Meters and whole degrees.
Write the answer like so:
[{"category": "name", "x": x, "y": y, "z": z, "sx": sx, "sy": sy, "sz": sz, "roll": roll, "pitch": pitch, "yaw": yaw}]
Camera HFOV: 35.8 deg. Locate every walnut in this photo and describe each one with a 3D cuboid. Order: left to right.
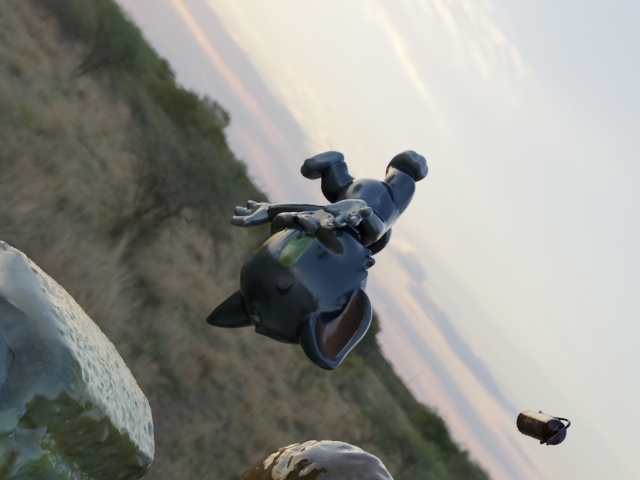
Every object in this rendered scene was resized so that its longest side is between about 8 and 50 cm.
[{"category": "walnut", "x": -0.006, "y": 0.316, "z": 1.067, "sx": 0.213, "sy": 0.213, "sz": 0.213, "roll": 53, "pitch": -2, "yaw": 3}]

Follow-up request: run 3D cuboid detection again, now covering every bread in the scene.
[{"category": "bread", "x": -0.328, "y": 0.147, "z": 0.860, "sx": 0.239, "sy": 0.395, "sz": 0.264, "roll": 43, "pitch": -35, "yaw": 27}]

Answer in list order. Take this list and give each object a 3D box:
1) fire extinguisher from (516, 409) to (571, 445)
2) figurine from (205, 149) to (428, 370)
[{"category": "fire extinguisher", "x": 0.308, "y": 0.258, "z": 1.357, "sx": 0.039, "sy": 0.056, "sz": 0.132, "roll": 60, "pitch": -9, "yaw": -1}, {"category": "figurine", "x": 0.003, "y": 0.002, "z": 1.003, "sx": 0.193, "sy": 0.265, "sz": 0.140, "roll": 10, "pitch": -57, "yaw": 35}]
